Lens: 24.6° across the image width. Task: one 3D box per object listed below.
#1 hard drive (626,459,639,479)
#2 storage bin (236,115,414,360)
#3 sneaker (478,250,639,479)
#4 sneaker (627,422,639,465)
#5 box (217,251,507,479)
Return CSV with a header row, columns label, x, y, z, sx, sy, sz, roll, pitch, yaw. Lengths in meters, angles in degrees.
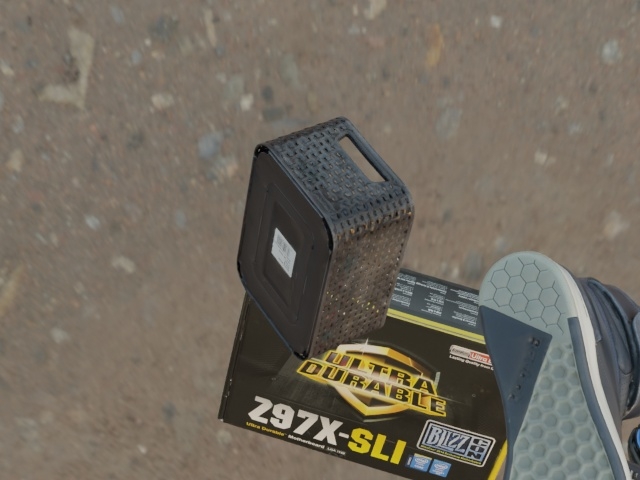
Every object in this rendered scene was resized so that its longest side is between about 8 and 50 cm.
label,x,y,z,sx,sy,sz,roll,pitch,yaw
hard drive,0.290,0.273,1.215,0.254,0.172,0.054,27,45,10
storage bin,0.000,0.000,1.249,0.084,0.180,0.122,-21,56,-26
sneaker,0.172,0.128,0.913,0.086,0.163,0.226,-11,75,28
sneaker,0.389,0.220,1.636,0.079,0.121,0.217,-18,32,20
box,0.063,0.140,1.595,0.322,0.257,0.079,17,46,1
